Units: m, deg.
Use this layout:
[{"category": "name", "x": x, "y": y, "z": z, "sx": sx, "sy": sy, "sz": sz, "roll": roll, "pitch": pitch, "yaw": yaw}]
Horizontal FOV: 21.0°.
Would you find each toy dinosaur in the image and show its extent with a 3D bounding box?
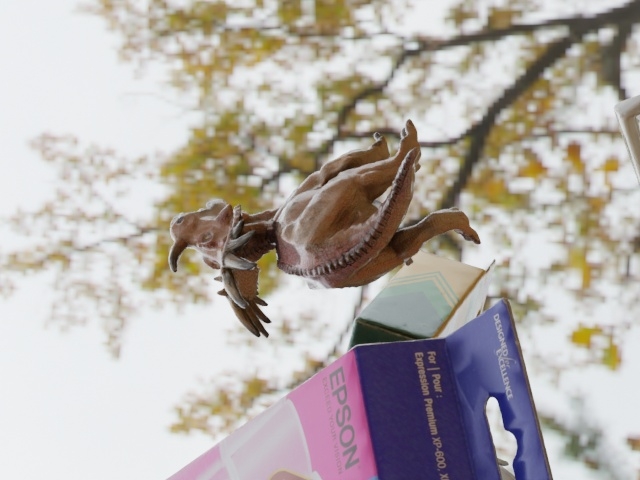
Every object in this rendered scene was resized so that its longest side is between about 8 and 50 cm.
[{"category": "toy dinosaur", "x": 0.000, "y": 0.000, "z": 1.438, "sx": 0.200, "sy": 0.296, "sz": 0.127, "roll": -26, "pitch": -84, "yaw": -20}]

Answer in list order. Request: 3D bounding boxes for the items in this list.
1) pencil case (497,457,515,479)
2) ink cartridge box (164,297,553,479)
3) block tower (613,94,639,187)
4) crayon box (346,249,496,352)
[{"category": "pencil case", "x": 0.081, "y": 0.308, "z": 1.492, "sx": 0.273, "sy": 0.124, "sz": 0.113, "roll": -38, "pitch": -15, "yaw": -11}, {"category": "ink cartridge box", "x": 0.003, "y": 0.189, "z": 1.113, "sx": 0.069, "sy": 0.371, "sz": 0.175, "roll": 11, "pitch": -123, "yaw": -37}, {"category": "block tower", "x": 0.175, "y": 0.034, "z": 0.504, "sx": 0.335, "sy": 0.097, "sz": 0.091, "roll": -102, "pitch": -8, "yaw": -67}, {"category": "crayon box", "x": 0.089, "y": 0.139, "z": 1.781, "sx": 0.323, "sy": 0.083, "sz": 0.203, "roll": -39, "pitch": -36, "yaw": -68}]
